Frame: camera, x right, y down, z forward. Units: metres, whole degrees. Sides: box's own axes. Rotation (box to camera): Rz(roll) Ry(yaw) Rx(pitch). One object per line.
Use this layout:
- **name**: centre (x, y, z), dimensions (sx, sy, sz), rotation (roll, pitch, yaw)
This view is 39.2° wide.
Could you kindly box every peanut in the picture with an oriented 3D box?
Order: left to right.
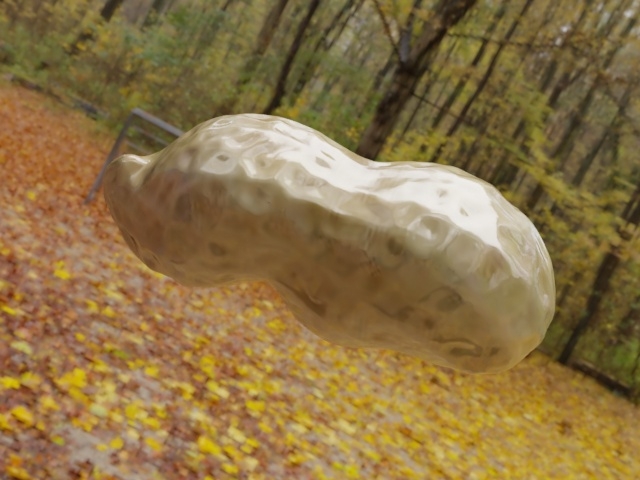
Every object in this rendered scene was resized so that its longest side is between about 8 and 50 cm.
- **peanut**: centre (0.000, -0.001, 0.428), dimensions (0.227, 0.104, 0.086), rotation (19, 41, 9)
